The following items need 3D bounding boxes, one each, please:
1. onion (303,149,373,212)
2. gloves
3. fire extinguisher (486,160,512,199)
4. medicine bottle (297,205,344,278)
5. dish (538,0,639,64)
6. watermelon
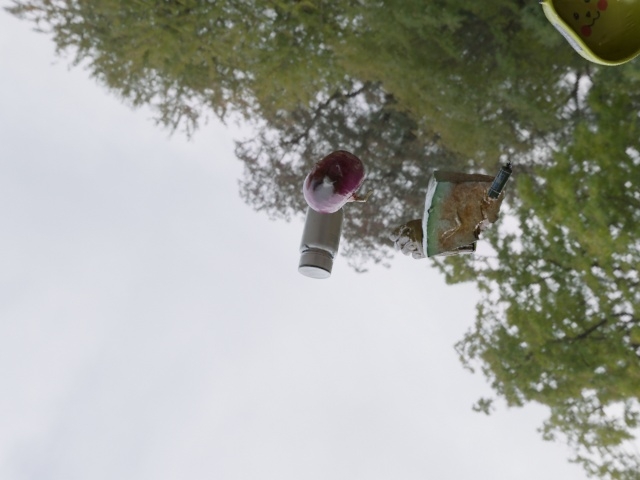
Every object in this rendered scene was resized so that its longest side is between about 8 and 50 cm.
[{"bbox_3d":[0.038,-0.180,1.946,0.200,0.208,0.200,46,-144,-47],"label":"onion"},{"bbox_3d":[0.402,-0.007,2.277,0.141,0.332,0.154,12,-100,-63],"label":"gloves"},{"bbox_3d":[0.368,-0.125,1.264,0.025,0.083,0.038,34,-156,26],"label":"fire extinguisher"},{"bbox_3d":[0.000,0.000,2.261,0.144,0.143,0.257,21,-115,-23],"label":"medicine bottle"},{"bbox_3d":[0.542,-0.473,1.259,0.263,0.221,0.108,32,176,-13],"label":"dish"},{"bbox_3d":[0.419,-0.090,1.998,0.302,0.264,0.151,-8,-155,-25],"label":"watermelon"}]
